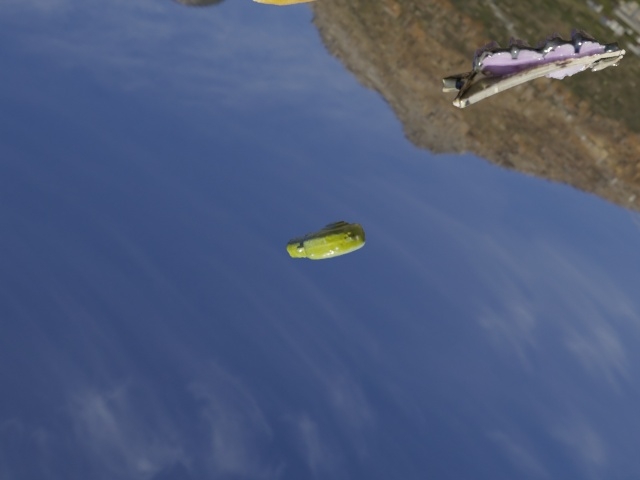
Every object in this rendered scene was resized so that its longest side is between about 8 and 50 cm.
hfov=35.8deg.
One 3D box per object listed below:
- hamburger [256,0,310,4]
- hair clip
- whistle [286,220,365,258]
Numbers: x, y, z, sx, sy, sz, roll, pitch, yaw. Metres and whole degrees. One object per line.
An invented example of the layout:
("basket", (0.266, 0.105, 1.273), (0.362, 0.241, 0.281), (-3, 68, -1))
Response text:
("hamburger", (-0.004, -0.467, 1.486), (0.318, 0.319, 0.158), (-80, -22, -56))
("hair clip", (0.340, -0.280, 1.592), (0.106, 0.292, 0.084), (70, -171, -56))
("whistle", (0.000, 0.000, 1.688), (0.104, 0.198, 0.057), (-17, -85, -28))
